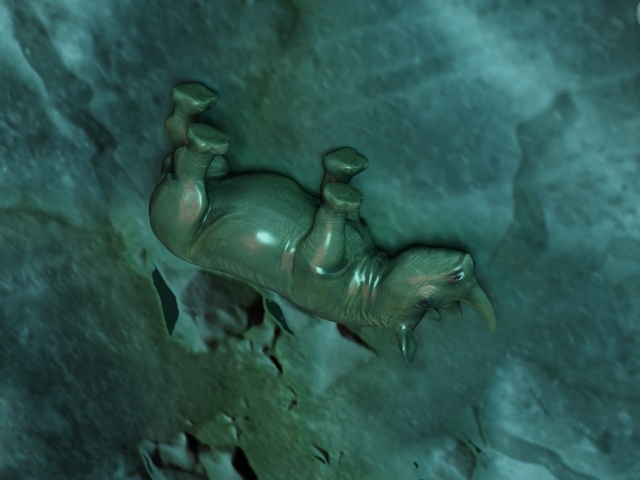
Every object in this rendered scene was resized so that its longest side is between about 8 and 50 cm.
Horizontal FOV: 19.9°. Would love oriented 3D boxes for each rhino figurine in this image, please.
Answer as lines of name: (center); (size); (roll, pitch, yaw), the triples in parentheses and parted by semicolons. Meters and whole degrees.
rhino figurine: (0.000, 0.000, 1.125); (0.243, 0.073, 0.106); (25, 125, 10)

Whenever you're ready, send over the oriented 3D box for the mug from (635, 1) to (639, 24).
mug: (0.291, -0.022, 0.674); (0.374, 0.276, 0.328); (-40, 82, -2)
